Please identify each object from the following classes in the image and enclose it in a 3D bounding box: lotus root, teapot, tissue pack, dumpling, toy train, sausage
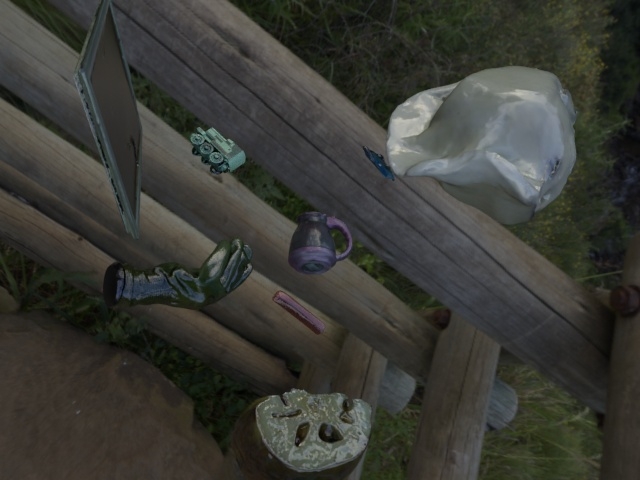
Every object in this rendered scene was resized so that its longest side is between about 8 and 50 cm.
[{"bbox_3d":[-0.022,0.333,0.760,0.234,0.119,0.138,8,45,-21],"label":"lotus root"},{"bbox_3d":[-0.007,-0.003,1.119,0.116,0.148,0.146,36,45,-48],"label":"teapot"},{"bbox_3d":[0.137,-0.176,1.059,0.028,0.138,0.085,-40,83,17],"label":"tissue pack"},{"bbox_3d":[0.219,-0.138,0.638,0.242,0.187,0.318,12,42,20],"label":"dumpling"},{"bbox_3d":[-0.153,-0.133,0.674,0.053,0.033,0.083,-38,70,-22],"label":"toy train"},{"bbox_3d":[-0.045,0.159,1.016,0.147,0.035,0.030,42,87,-21],"label":"sausage"}]

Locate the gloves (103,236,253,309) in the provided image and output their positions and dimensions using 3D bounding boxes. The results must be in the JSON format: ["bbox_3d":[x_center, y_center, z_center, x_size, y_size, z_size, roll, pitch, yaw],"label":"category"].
[{"bbox_3d":[-0.219,0.065,0.771,0.268,0.135,0.108,-14,93,-44],"label":"gloves"}]

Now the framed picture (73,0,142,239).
[{"bbox_3d":[-0.257,-0.166,0.584,0.015,0.217,0.274,-9,43,-11],"label":"framed picture"}]
